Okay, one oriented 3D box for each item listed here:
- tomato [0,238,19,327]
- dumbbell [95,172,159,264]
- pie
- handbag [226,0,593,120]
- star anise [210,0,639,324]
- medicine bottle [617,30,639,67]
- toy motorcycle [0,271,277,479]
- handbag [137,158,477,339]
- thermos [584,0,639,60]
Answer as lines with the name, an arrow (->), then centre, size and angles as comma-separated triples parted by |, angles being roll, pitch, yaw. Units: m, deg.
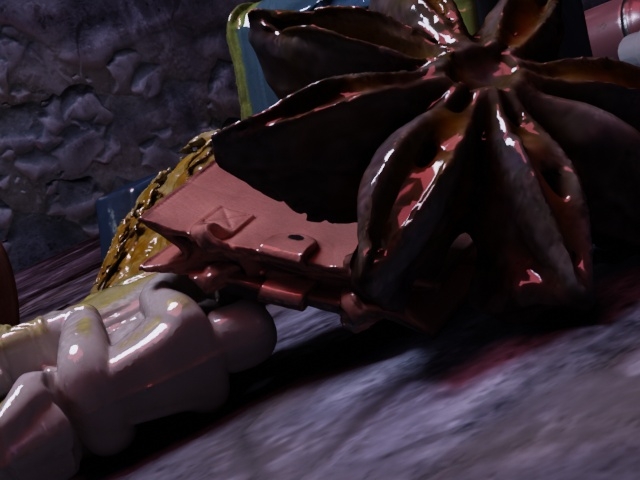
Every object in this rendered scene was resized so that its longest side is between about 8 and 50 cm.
tomato -> -0.394, 0.138, 1.184 | 0.338, 0.144, 0.338 | -28, 7, 4
dumbbell -> -0.093, -0.037, 1.498 | 0.316, 0.157, 0.143 | -20, -22, 24
pie -> -0.121, -0.013, 1.340 | 0.274, 0.055, 0.274 | -27, 36, 22
handbag -> 0.083, -0.117, 1.098 | 0.241, 0.263, 0.222 | -18, -13, 37
star anise -> 0.091, -0.063, 0.839 | 0.331, 0.118, 0.332 | 2, 41, -2
medicine bottle -> 0.403, -0.205, 1.300 | 0.110, 0.110, 0.352 | -26, 7, -19
toy motorcycle -> -0.140, 0.086, 0.923 | 0.222, 0.108, 0.340 | -7, 17, 39
handbag -> 0.000, 0.000, 0.918 | 0.212, 0.059, 0.157 | 13, 22, 19
thermos -> 0.369, -0.237, 1.733 | 0.330, 0.136, 0.110 | -17, 37, 42
